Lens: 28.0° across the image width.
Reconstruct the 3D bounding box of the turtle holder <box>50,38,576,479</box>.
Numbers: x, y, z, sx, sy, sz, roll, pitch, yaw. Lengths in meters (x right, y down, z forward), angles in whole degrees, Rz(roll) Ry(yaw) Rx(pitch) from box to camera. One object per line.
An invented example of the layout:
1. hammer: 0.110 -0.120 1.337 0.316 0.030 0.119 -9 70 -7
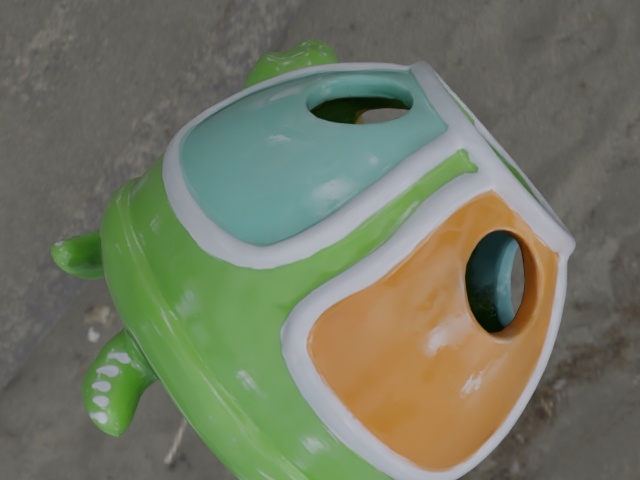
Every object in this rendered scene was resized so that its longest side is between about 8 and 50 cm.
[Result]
1. turtle holder: 0.012 0.015 0.735 0.227 0.320 0.243 -41 97 11
